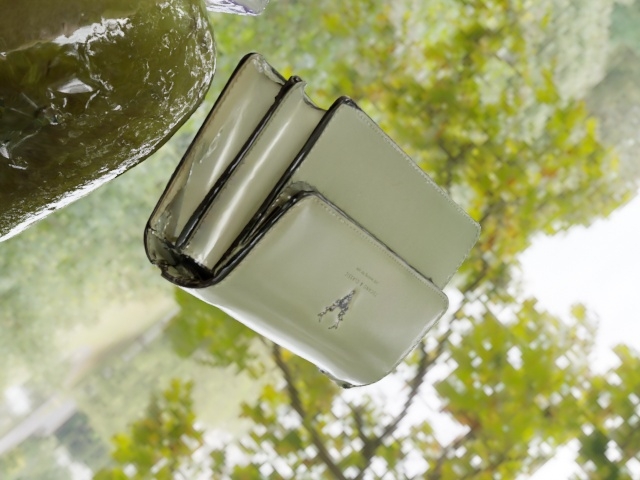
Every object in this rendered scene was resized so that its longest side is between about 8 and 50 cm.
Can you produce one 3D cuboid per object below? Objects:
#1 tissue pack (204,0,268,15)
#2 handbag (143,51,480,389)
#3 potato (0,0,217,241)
[{"bbox_3d":[-0.208,-0.394,1.518,0.160,0.338,0.242,16,86,-58],"label":"tissue pack"},{"bbox_3d":[0.000,0.000,1.402,0.237,0.160,0.358,-56,145,-2],"label":"handbag"},{"bbox_3d":[-0.213,-0.115,0.970,0.307,0.210,0.173,-19,-151,22],"label":"potato"}]
